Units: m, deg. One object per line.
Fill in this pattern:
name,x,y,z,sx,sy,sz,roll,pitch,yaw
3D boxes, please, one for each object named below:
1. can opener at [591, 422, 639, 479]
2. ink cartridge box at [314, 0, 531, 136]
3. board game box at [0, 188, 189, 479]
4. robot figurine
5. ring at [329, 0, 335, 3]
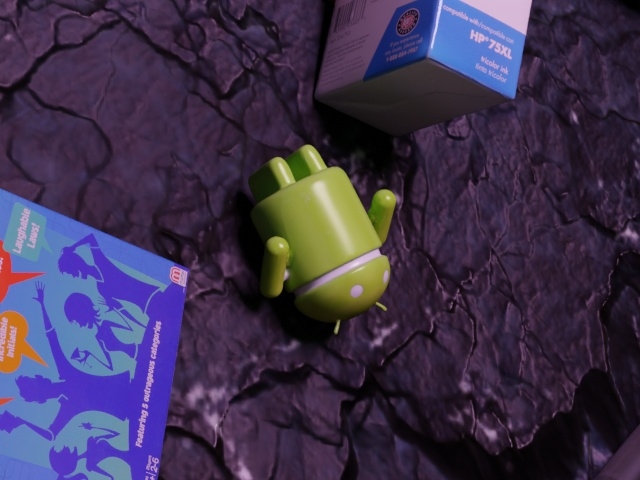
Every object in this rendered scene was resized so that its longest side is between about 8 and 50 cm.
can opener,0.224,0.201,1.064,0.283,0.076,0.095,-36,126,-45
ink cartridge box,0.082,-0.200,1.047,0.078,0.134,0.231,22,71,-29
board game box,-0.176,0.053,0.797,0.210,0.047,0.160,24,55,-29
robot figurine,0.000,0.000,0.959,0.101,0.067,0.115,-24,86,-34
ring,0.033,-0.317,1.171,0.337,0.032,0.336,19,57,-32
